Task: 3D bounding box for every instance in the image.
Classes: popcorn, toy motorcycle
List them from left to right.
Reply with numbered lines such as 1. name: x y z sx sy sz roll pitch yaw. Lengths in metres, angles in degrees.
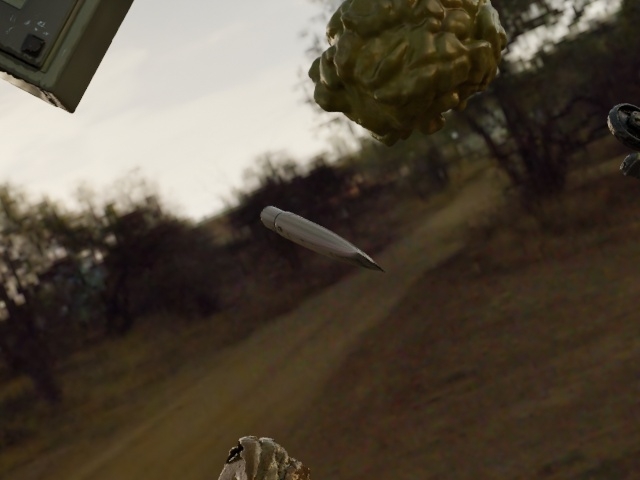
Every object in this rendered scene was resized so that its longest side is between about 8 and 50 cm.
1. popcorn: 0.107 -0.217 1.504 0.235 0.181 0.217 -36 -13 10
2. toy motorcycle: 0.364 -0.075 1.195 0.193 0.124 0.061 5 -39 -26

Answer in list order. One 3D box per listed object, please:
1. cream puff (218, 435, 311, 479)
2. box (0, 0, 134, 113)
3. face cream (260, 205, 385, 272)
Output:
1. cream puff: -0.056 0.269 1.281 0.119 0.104 0.133 -62 24 0
2. box: -0.231 -0.244 0.882 0.225 0.225 0.117 -63 3 -3
3. face cream: 0.000 0.000 0.964 0.115 0.020 0.038 26 -7 39
